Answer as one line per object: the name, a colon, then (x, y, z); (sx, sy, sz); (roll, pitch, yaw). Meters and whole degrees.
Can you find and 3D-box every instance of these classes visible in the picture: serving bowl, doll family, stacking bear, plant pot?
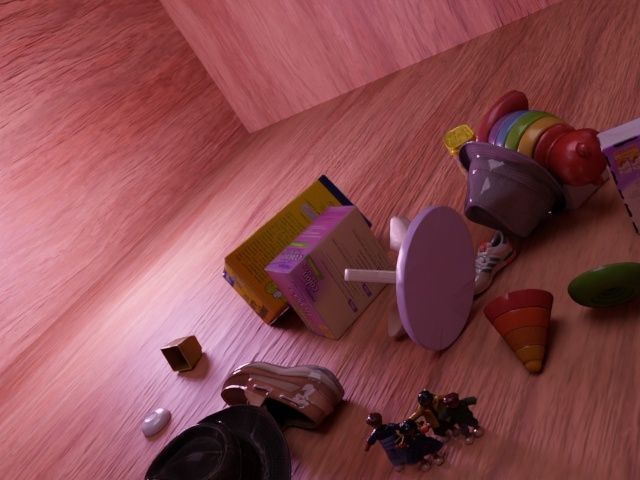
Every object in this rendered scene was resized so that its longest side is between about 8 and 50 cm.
serving bowl: (-0.423, 0.458, 1.560); (0.083, 0.027, 0.083); (-29, 22, 13)
doll family: (0.159, 0.296, 0.976); (0.193, 0.111, 0.076); (-35, 22, -2)
stacking bear: (0.479, -0.195, 1.297); (0.164, 0.175, 0.289); (-37, 30, -7)
plant pot: (-0.386, 0.313, 1.742); (0.081, 0.081, 0.083); (-17, 16, 35)

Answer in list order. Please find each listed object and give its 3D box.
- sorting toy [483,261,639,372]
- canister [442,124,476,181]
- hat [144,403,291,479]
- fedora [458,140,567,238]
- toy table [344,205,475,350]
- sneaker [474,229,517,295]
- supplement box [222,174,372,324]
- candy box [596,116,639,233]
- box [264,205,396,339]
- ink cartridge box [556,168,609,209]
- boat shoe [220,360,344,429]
sorting toy: (0.453, 0.123, 0.984); (0.366, 0.127, 0.126); (-20, 55, 25)
canister: (0.392, -0.201, 1.586); (0.073, 0.170, 0.126); (-29, 23, 13)
hat: (-0.224, 0.430, 1.116); (0.331, 0.134, 0.331); (-19, 47, 22)
fedora: (0.386, -0.087, 1.300); (0.244, 0.275, 0.124); (25, 85, 33)
toy table: (0.195, 0.072, 1.235); (0.161, 0.252, 0.274); (0, 76, 62)
sneaker: (0.341, 0.044, 1.285); (0.161, 0.075, 0.057); (-41, 23, -17)
supplement box: (-0.067, 0.029, 1.641); (0.356, 0.195, 0.194); (-42, -5, -18)
candy box: (0.616, -0.130, 1.098); (0.165, 0.196, 0.070); (-22, 25, 27)
box: (0.030, 0.073, 1.473); (0.243, 0.213, 0.117); (-46, 25, -25)
ink cartridge box: (0.537, -0.140, 1.392); (0.127, 0.072, 0.175); (-41, 23, -14)
boat shoe: (-0.103, 0.328, 1.266); (0.324, 0.123, 0.116); (-15, 31, 42)
